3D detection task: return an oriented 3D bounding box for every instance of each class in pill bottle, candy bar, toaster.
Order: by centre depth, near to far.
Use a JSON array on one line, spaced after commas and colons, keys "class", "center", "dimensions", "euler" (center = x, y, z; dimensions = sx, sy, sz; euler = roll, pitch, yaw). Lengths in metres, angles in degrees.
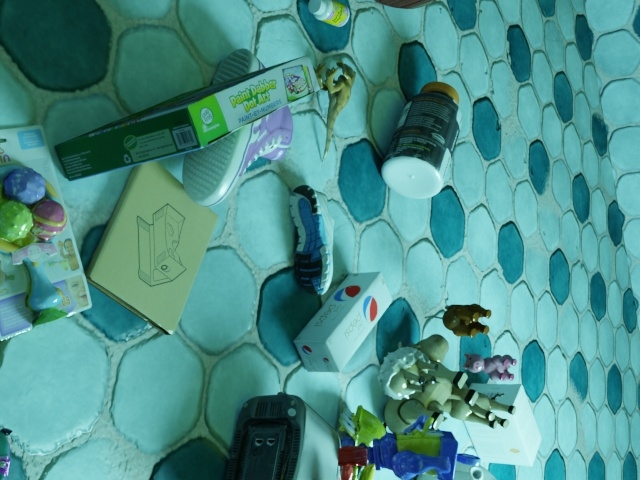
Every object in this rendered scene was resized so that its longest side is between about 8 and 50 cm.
[{"class": "toaster", "center": [-0.053, 0.353, 1.198], "dimensions": [0.146, 0.129, 0.226], "euler": [43, 46, -45]}, {"class": "candy bar", "center": [0.070, 0.469, 1.418], "dimensions": [0.018, 0.040, 0.161], "euler": [32, 53, -16]}, {"class": "pill bottle", "center": [0.014, -0.425, 1.464], "dimensions": [0.083, 0.043, 0.043], "euler": [1, 85, -53]}, {"class": "pill bottle", "center": [0.218, -0.216, 1.637], "dimensions": [0.130, 0.131, 0.245], "euler": [50, 49, -37]}]

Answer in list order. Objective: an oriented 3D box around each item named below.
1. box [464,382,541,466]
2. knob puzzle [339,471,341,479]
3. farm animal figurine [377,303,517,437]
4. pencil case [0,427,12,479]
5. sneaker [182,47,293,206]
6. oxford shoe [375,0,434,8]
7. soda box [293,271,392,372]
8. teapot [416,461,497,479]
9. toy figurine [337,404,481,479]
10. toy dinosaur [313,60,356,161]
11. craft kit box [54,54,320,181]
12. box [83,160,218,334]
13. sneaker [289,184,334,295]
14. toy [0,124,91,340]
[{"class": "box", "center": [0.413, 0.420, 1.811], "dimensions": [0.091, 0.130, 0.170], "euler": [-50, 125, -45]}, {"class": "knob puzzle", "center": [-0.003, 0.465, 1.335], "dimensions": [0.213, 0.030, 0.213], "euler": [10, 77, -52]}, {"class": "farm animal figurine", "center": [0.236, 0.285, 1.581], "dimensions": [0.327, 0.172, 0.330], "euler": [-38, 124, -35]}, {"class": "pencil case", "center": [-0.395, 0.222, 0.812], "dimensions": [0.152, 0.070, 0.064], "euler": [20, 70, -49]}, {"class": "sneaker", "center": [-0.107, -0.143, 1.214], "dimensions": [0.161, 0.102, 0.282], "euler": [48, 46, -43]}, {"class": "oxford shoe", "center": [0.126, -0.570, 1.573], "dimensions": [0.348, 0.123, 0.130], "euler": [16, 67, -52]}, {"class": "soda box", "center": [0.044, 0.141, 1.403], "dimensions": [0.216, 0.074, 0.069], "euler": [-48, 122, -45]}, {"class": "teapot", "center": [0.312, 0.568, 1.611], "dimensions": [0.256, 0.187, 0.252], "euler": [9, 78, -53]}, {"class": "toy figurine", "center": [0.143, 0.365, 1.265], "dimensions": [0.362, 0.217, 0.191], "euler": [58, 32, -81]}, {"class": "toy dinosaur", "center": [0.030, -0.262, 1.449], "dimensions": [0.112, 0.064, 0.211], "euler": [49, 49, -39]}, {"class": "craft kit box", "center": [-0.167, -0.158, 1.016], "dimensions": [0.247, 0.250, 0.060], "euler": [-34, 111, -50]}, {"class": "box", "center": [-0.228, 0.006, 1.104], "dimensions": [0.164, 0.021, 0.201], "euler": [44, 51, -41]}, {"class": "sneaker", "center": [0.000, 0.000, 1.372], "dimensions": [0.083, 0.071, 0.190], "euler": [1, 85, -59]}, {"class": "toy", "center": [-0.340, -0.016, 0.929], "dimensions": [0.137, 0.056, 0.237], "euler": [-22, 103, -54]}]
